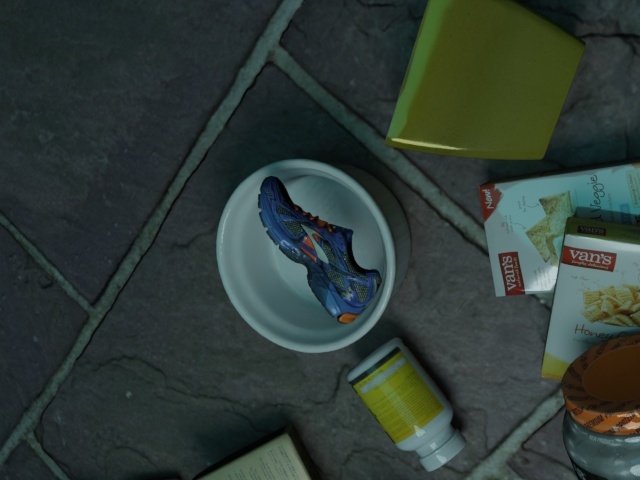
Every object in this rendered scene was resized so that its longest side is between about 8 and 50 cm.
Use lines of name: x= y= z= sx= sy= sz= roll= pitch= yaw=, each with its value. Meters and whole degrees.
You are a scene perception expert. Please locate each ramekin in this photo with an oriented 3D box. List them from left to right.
ramekin: x=-0.001 y=0.013 z=1.152 sx=0.277 sy=0.135 sz=0.277 roll=5 pitch=103 yaw=24

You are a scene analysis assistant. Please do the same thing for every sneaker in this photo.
sneaker: x=0.000 y=0.000 z=1.039 sx=0.087 sy=0.083 sz=0.221 roll=-38 pitch=89 yaw=13

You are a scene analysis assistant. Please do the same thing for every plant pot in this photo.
plant pot: x=0.211 y=-0.205 z=0.984 sx=0.187 sy=0.212 sz=0.212 roll=19 pitch=108 yaw=6

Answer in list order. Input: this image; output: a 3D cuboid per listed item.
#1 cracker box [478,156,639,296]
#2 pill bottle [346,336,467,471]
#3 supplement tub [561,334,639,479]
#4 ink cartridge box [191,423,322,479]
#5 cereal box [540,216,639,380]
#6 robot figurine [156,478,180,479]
cracker box: x=0.336 y=-0.017 z=1.028 sx=0.232 sy=0.067 sz=0.156 roll=-8 pitch=98 yaw=26
pill bottle: x=0.129 y=0.242 z=1.155 sx=0.103 sy=0.103 sz=0.184 roll=-41 pitch=82 yaw=26
supplement tub: x=0.413 y=0.284 z=0.943 sx=0.193 sy=0.193 sz=0.316 roll=-17 pitch=109 yaw=26
ink cartridge box: x=-0.078 y=0.447 z=1.265 sx=0.193 sy=0.088 sz=0.235 roll=-28 pitch=88 yaw=3
cereal box: x=0.378 y=0.090 z=0.982 sx=0.173 sy=0.047 sz=0.240 roll=8 pitch=128 yaw=16
robot figurine: x=-0.307 y=0.570 z=1.368 sx=0.353 sy=0.200 sz=0.300 roll=-8 pitch=68 yaw=27
